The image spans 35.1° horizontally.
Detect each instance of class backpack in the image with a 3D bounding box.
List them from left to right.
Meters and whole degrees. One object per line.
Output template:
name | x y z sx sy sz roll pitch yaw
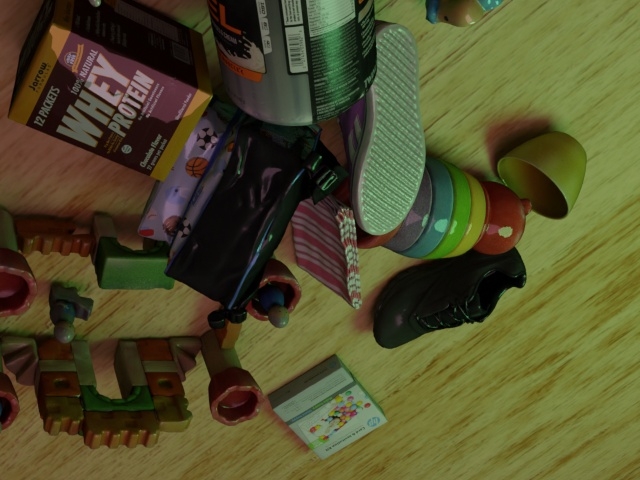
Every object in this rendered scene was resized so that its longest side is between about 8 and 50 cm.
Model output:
backpack | -0.104 -0.069 1.329 0.213 0.263 0.276 35 112 0

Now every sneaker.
sneaker | 0.062 -0.157 1.375 0.102 0.161 0.282 -4 105 -30
sneaker | 0.208 0.094 1.652 0.286 0.130 0.109 -39 131 13

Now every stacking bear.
stacking bear | 0.184 -0.047 1.525 0.289 0.164 0.175 8 123 -30

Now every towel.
towel | 0.000 0.000 1.497 0.029 0.144 0.197 -30 134 -26

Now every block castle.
block castle | -0.279 0.136 1.445 0.453 0.213 0.303 3 125 -25

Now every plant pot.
plant pot | 0.355 -0.112 1.559 0.095 0.134 0.134 -47 131 -15

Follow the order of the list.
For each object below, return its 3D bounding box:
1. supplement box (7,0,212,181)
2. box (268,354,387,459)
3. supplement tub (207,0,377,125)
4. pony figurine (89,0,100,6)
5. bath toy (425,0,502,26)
supplement box | -0.250 -0.200 1.209 0.194 0.191 0.129 22 116 -24
box | 0.015 0.300 1.800 0.145 0.038 0.186 -32 131 6
supplement tub | -0.037 -0.302 1.135 0.194 0.193 0.316 -15 138 -8
pony figurine | -0.318 -0.433 0.956 0.363 0.303 0.351 22 122 8
bath toy | 0.115 -0.420 1.234 0.129 0.151 0.348 1 144 37
